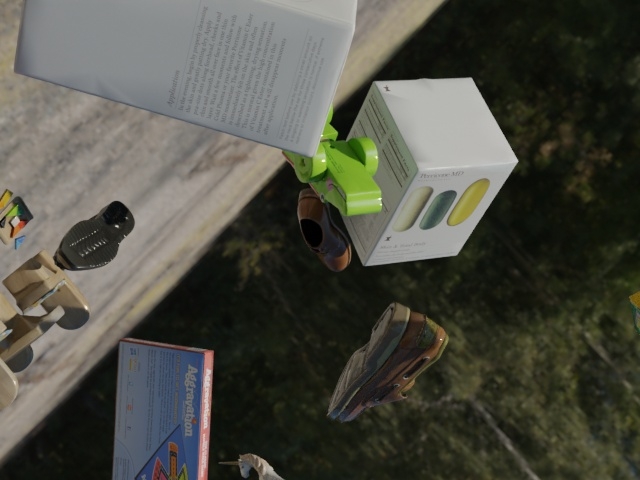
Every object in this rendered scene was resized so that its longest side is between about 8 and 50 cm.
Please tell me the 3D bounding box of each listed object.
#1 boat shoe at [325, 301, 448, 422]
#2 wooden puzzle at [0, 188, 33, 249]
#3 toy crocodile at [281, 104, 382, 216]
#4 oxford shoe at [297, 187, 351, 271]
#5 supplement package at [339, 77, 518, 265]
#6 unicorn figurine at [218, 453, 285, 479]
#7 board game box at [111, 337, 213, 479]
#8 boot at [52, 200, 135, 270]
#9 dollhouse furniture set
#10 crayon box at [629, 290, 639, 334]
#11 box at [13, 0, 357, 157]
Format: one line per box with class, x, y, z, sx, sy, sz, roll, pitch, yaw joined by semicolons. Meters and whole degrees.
boat shoe;0.101;0.220;1.697;0.307;0.104;0.111;123;-11;-51
wooden puzzle;-0.550;-0.035;1.896;0.079;0.014;0.116;-53;151;-17
toy crocodile;-0.012;-0.145;1.636;0.115;0.340;0.105;-11;136;-31
oxford shoe;0.000;0.000;1.953;0.076;0.212;0.076;-4;-129;21
supplement package;0.167;-0.117;1.829;0.199;0.198;0.263;-6;146;-26
unicorn figurine;-0.083;0.419;1.802;0.161;0.111;0.060;6;-144;48
board game box;-0.219;0.282;1.451;0.027;0.145;0.282;-2;97;-62
boot;-0.377;0.023;1.631;0.137;0.077;0.198;-31;-174;24
dollhouse furniture set;-0.546;0.260;1.660;0.394;0.256;0.362;-36;-171;11
crayon box;0.748;0.166;1.750;0.313;0.363;0.106;-26;134;-5
box;-0.142;-0.255;1.214;0.215;0.345;0.168;-82;-170;-59
